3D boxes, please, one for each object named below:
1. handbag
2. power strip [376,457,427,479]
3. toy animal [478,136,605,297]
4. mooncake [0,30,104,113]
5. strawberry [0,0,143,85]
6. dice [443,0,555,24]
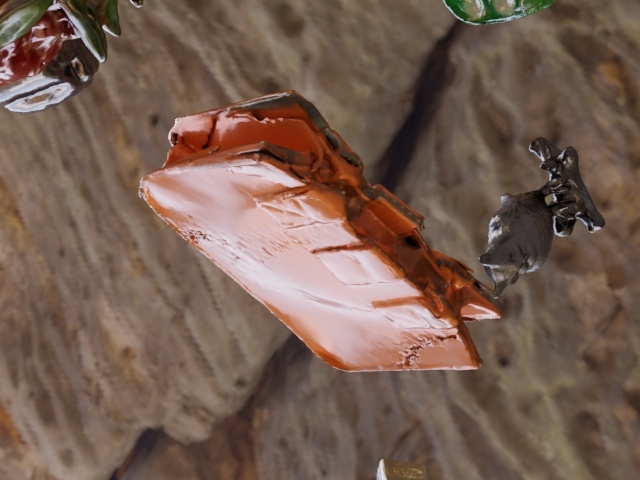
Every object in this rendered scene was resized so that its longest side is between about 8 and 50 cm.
[{"bbox_3d":[0.000,0.000,1.612,0.410,0.303,0.116,44,-120,-28],"label":"handbag"},{"bbox_3d":[0.099,0.304,1.549,0.056,0.032,0.123,9,-151,-9],"label":"power strip"},{"bbox_3d":[0.227,-0.022,1.566,0.210,0.117,0.121,-38,-62,-34],"label":"toy animal"},{"bbox_3d":[-0.388,-0.312,1.746,0.283,0.141,0.283,-18,-90,-75],"label":"mooncake"},{"bbox_3d":[-0.145,-0.106,0.437,0.187,0.082,0.146,26,-125,10],"label":"strawberry"},{"bbox_3d":[0.206,-0.328,1.535,0.120,0.131,0.128,-44,-56,-41],"label":"dice"}]
